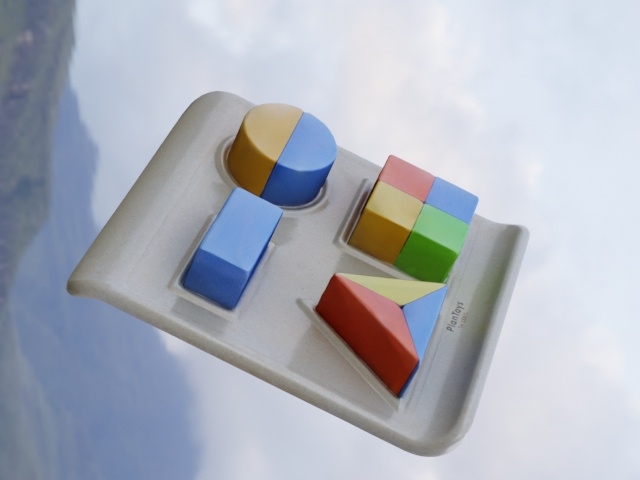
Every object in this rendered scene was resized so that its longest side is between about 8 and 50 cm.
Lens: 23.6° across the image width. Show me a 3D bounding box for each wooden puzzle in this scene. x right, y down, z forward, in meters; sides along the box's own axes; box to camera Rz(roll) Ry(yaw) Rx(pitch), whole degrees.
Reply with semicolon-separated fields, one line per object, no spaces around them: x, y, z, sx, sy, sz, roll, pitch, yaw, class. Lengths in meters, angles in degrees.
0.000;0.000;1.327;0.322;0.347;0.080;-64;176;-51;wooden puzzle
